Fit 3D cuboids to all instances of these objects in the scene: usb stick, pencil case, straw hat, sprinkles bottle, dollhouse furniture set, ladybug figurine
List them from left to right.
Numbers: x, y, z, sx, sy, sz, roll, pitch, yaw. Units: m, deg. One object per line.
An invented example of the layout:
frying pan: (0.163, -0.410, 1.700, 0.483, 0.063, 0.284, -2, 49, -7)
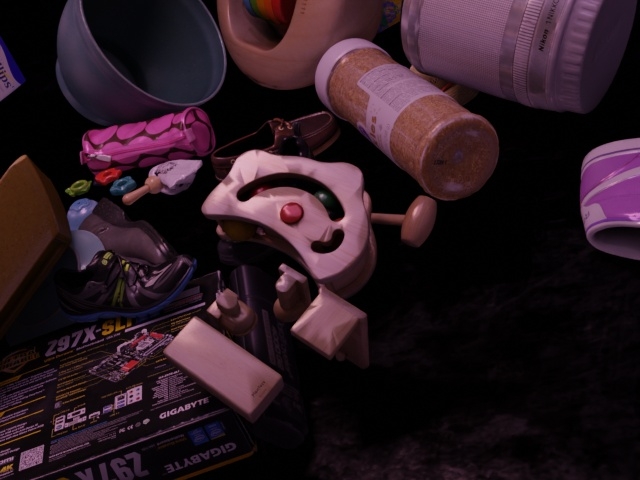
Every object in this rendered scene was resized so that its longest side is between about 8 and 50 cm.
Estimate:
pencil case: (-0.281, -0.156, 1.632, 0.209, 0.095, 0.098, -12, 0, 18)
usb stick: (-0.062, 0.122, 1.136, 0.045, 0.077, 0.278, -46, 29, 19)
dollhouse furniture set: (-0.052, 0.123, 1.056, 0.144, 0.123, 0.151, 32, 67, 21)
ladybug figurine: (-0.037, -0.409, 1.707, 0.161, 0.305, 0.449, 2, 21, -31)
sprinkles bottle: (0.110, -0.179, 1.410, 0.121, 0.121, 0.355, -28, 34, -9)
straw hat: (0.169, -0.248, 1.529, 0.144, 0.061, 0.144, -15, 34, 11)

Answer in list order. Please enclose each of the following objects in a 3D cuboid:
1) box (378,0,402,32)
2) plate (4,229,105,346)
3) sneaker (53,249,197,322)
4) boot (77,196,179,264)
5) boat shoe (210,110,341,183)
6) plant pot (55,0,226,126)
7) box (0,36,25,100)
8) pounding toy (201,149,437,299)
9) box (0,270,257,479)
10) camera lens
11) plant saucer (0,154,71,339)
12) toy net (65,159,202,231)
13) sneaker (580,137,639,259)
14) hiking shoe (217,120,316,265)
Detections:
box: (0.132, -0.557, 1.876, 0.289, 0.177, 0.279, -31, 35, -12)
plate: (-0.368, 0.064, 1.366, 0.188, 0.024, 0.188, -19, 53, 27)
sneaker: (-0.236, 0.047, 1.197, 0.188, 0.078, 0.067, -11, 30, 19)
boot: (-0.292, 0.044, 1.392, 0.161, 0.083, 0.246, -48, 40, -14)
boat shoe: (-0.066, -0.144, 1.509, 0.207, 0.073, 0.073, -31, 34, -15)
plant pot: (-0.337, -0.316, 1.755, 0.196, 0.293, 0.293, -32, 22, 40)
box: (-0.713, -0.352, 2.118, 0.072, 0.126, 0.137, 5, 43, 37)
pounding toy: (0.000, 0.000, 1.254, 0.269, 0.155, 0.154, 10, 68, 16)
box: (-0.241, 0.183, 1.149, 0.321, 0.079, 0.257, -20, 31, 3)
camera lens: (0.262, -0.304, 1.372, 0.274, 0.219, 0.219, 22, 52, 26)
plant saucer: (-0.411, 0.067, 1.233, 0.333, 0.081, 0.333, -56, 6, -7)
toy net: (-0.288, -0.079, 1.573, 0.232, 0.045, 0.122, -17, 32, 4)
sneaker: (0.422, -0.049, 1.086, 0.282, 0.102, 0.161, -16, 36, 28)
hiking shoe: (-0.080, -0.063, 1.364, 0.086, 0.114, 0.227, 3, 41, 34)
